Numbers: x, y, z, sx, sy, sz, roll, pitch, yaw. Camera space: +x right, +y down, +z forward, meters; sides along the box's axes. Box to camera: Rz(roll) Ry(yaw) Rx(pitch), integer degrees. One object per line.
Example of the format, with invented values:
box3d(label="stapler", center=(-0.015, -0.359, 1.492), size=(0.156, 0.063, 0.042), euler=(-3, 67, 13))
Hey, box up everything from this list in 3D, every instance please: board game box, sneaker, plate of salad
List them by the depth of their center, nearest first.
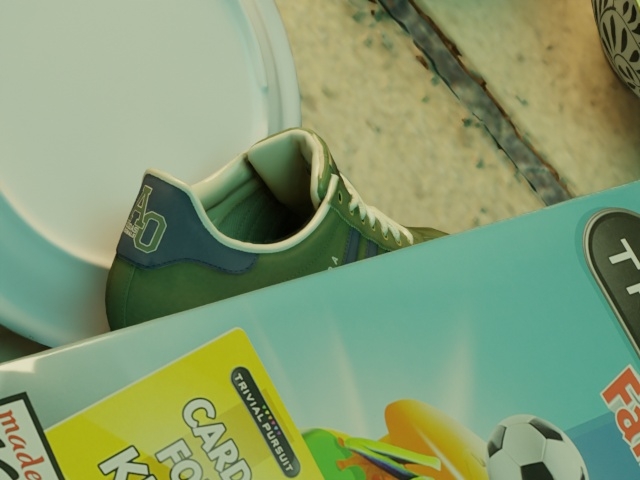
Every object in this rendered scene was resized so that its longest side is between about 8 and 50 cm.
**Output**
box3d(label="board game box", center=(0.042, 0.132, 0.475), size=(0.336, 0.079, 0.254), euler=(-16, 73, -37))
box3d(label="sneaker", center=(0.000, 0.000, 0.597), size=(0.192, 0.064, 0.086), euler=(-13, 117, -45))
box3d(label="plate of salad", center=(-0.087, -0.055, 0.602), size=(0.199, 0.048, 0.200), euler=(9, 76, -42))

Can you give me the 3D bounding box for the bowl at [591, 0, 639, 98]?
box3d(label="bowl", center=(0.186, -0.113, 0.770), size=(0.170, 0.080, 0.170), euler=(10, 69, -28))
